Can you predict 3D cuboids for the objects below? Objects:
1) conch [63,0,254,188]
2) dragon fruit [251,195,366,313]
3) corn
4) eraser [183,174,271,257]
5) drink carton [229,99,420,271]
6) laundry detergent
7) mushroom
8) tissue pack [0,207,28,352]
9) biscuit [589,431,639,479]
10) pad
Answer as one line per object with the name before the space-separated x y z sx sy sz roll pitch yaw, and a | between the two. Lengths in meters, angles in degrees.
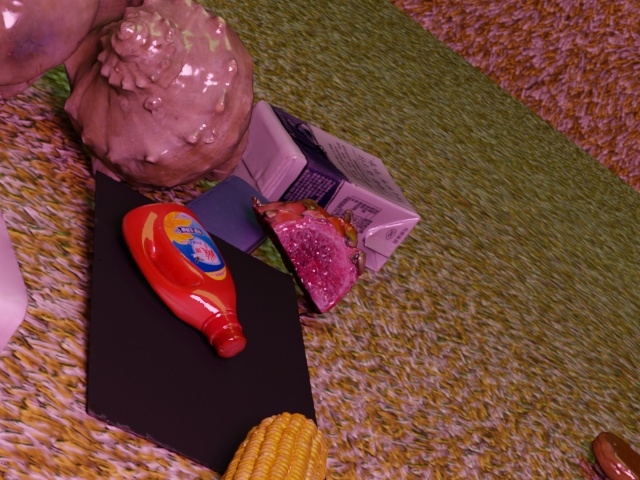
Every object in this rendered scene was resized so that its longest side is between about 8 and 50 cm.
conch | -0.183 -0.158 1.600 0.324 0.186 0.263 97 -31 -62
dragon fruit | 0.000 0.000 1.618 0.147 0.096 0.102 59 -1 -17
corn | -0.045 0.211 1.155 0.081 0.081 0.248 36 20 -5
eraser | -0.105 -0.016 1.644 0.082 0.036 0.225 38 19 2
drink carton | 0.000 -0.066 1.855 0.222 0.102 0.134 22 22 -38
laundry detergent | -0.120 0.038 1.391 0.097 0.049 0.165 3 44 -44
mushroom | -0.337 -0.250 1.522 0.255 0.255 0.184 -115 -176 -53
tissue pack | -0.315 0.011 1.019 0.136 0.159 0.246 21 25 -36
biscuit | 0.451 0.342 1.799 0.301 0.049 0.197 26 26 -30
pad | -0.108 0.087 1.393 0.247 0.007 0.367 29 26 -24
